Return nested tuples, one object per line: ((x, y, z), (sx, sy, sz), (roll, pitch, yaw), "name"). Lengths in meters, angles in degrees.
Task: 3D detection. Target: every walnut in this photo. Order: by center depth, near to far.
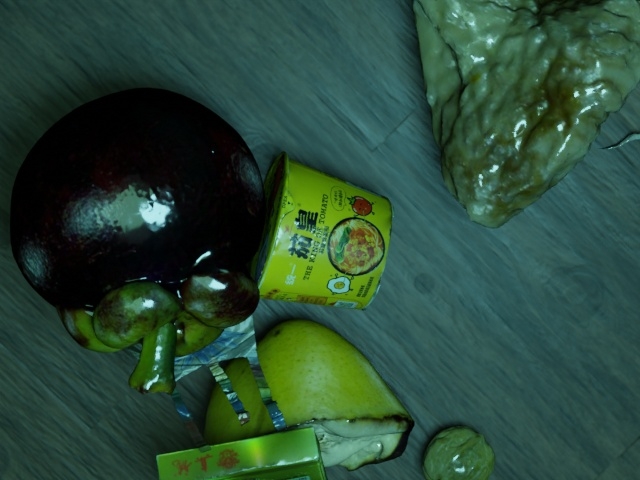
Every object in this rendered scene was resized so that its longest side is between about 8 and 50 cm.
((0.171, 0.274, 1.566), (0.092, 0.092, 0.092), (0, 97, -1), "walnut")

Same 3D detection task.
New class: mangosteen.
((-0.188, -0.021, 1.401), (0.313, 0.297, 0.297), (35, 97, 36), "mangosteen")

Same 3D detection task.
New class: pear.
((-0.029, 0.182, 1.510), (0.267, 0.267, 0.178), (-11, 71, 0), "pear")

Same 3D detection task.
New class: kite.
((-0.138, 0.146, 1.443), (0.169, 0.310, 0.015), (-18, 121, -6), "kite")

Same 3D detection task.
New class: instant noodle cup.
((0.000, 0.000, 1.487), (0.144, 0.182, 0.182), (14, 97, -11), "instant noodle cup")

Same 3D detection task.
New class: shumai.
((0.193, -0.196, 1.412), (0.262, 0.267, 0.314), (35, 89, -7), "shumai")

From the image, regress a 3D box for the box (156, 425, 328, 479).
((-0.077, 0.287, 1.460), (0.173, 0.311, 0.043), (-10, 66, 0), "box")

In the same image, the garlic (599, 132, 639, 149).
((0.525, 0.005, 1.510), (0.246, 0.231, 0.339), (-27, 65, 29), "garlic")
